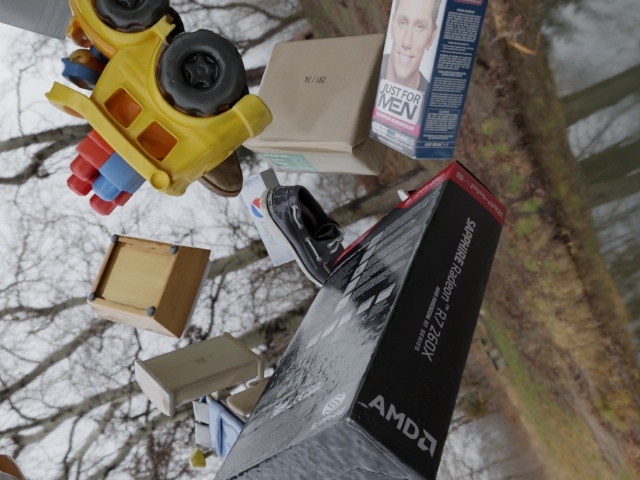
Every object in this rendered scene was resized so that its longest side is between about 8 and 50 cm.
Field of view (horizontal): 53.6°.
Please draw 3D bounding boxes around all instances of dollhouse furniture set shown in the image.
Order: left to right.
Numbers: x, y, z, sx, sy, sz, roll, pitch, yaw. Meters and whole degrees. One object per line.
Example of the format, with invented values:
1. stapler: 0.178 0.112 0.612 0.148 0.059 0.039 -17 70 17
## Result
1. dollhouse furniture set: -0.198 0.376 1.194 0.286 0.198 0.303 25 121 46

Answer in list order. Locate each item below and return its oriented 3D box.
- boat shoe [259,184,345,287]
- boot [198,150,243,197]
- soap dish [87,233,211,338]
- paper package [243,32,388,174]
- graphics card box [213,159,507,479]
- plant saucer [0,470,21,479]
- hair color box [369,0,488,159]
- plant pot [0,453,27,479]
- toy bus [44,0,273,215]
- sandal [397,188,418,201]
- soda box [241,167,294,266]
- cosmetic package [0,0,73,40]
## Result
1. boat shoe: 0.000 0.000 0.885 0.206 0.065 0.075 49 -138 -31
2. boot: -0.203 -0.220 1.105 0.112 0.115 0.305 -11 -110 -52
3. soap dish: -0.429 0.101 1.565 0.118 0.291 0.229 39 -116 -54
4. paper package: 0.014 -0.320 1.526 0.168 0.325 0.309 38 -115 -53
5. graphics card box: 0.053 0.097 0.649 0.094 0.233 0.371 42 -138 -8
6. plant saucer: -0.299 0.325 0.612 0.277 0.278 0.041 64 -151 -12
7. hair color box: 0.208 -0.350 1.249 0.174 0.105 0.347 39 126 52
8. plant pot: -0.644 0.529 1.157 0.203 0.291 0.291 62 -173 19
9. toy bus: -0.189 -0.139 0.631 0.220 0.211 0.149 46 179 -4
10. sandal: 0.252 -0.057 1.340 0.265 0.076 0.102 32 -160 -49
11. soda box: -0.109 -0.055 1.479 0.216 0.069 0.074 67 -154 -7
12. cosmetic package: -0.611 -0.503 1.261 0.238 0.127 0.107 8 -139 -48
